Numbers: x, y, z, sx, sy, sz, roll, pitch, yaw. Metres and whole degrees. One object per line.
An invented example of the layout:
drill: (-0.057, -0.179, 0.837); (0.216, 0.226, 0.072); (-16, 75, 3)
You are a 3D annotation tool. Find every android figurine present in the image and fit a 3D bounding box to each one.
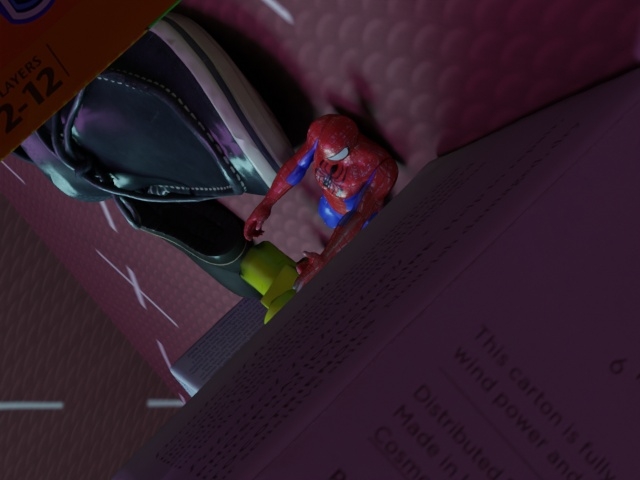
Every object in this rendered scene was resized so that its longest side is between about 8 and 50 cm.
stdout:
android figurine: (0.050, 0.101, 1.343); (0.273, 0.056, 0.248); (40, -173, 25)

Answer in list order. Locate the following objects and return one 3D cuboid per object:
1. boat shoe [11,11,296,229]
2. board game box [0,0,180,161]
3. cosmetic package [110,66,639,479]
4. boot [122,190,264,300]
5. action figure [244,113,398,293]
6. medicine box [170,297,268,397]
boat shoe: (-0.181, -0.107, 1.355); (0.500, 0.156, 0.187); (22, 151, 54)
board game box: (-0.335, -0.256, 0.967); (0.356, 0.356, 0.356); (28, 158, 48)
cosmetic package: (0.121, 0.149, 0.856); (0.329, 0.327, 0.393); (47, 167, -5)
boot: (-0.149, -0.007, 1.704); (0.198, 0.077, 0.137); (38, 169, 30)
action figure: (0.000, 0.000, 1.186); (0.091, 0.139, 0.280); (39, 162, 20)
medicine box: (0.009, 0.228, 1.733); (0.289, 0.149, 0.263); (26, 156, 51)
